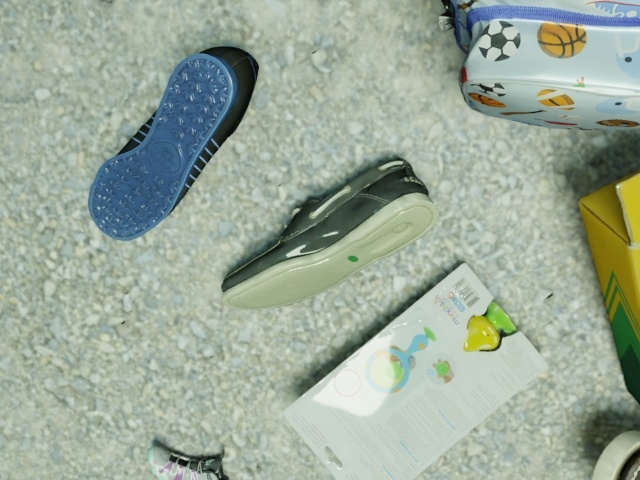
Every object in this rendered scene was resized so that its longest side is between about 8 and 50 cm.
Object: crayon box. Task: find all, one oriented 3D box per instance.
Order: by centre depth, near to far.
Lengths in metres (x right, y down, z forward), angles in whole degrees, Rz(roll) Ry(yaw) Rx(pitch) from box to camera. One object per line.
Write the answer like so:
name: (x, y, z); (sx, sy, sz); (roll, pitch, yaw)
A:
crayon box: (0.352, 0.018, 0.490); (0.202, 0.081, 0.318); (-26, 122, 6)

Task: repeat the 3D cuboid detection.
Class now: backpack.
backpack: (0.217, -0.187, 0.435); (0.276, 0.263, 0.213); (15, 107, 13)

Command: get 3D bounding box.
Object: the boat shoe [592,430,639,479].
boat shoe: (0.401, 0.288, 0.545); (0.324, 0.097, 0.116); (34, 84, -19)

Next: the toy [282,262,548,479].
toy: (0.095, 0.148, 0.593); (0.237, 0.056, 0.137); (-39, 91, 2)

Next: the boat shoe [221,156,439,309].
boat shoe: (0.000, 0.000, 0.577); (0.233, 0.084, 0.079); (-30, 58, 13)

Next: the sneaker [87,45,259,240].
sneaker: (-0.139, -0.091, 0.563); (0.081, 0.090, 0.232); (45, 119, -5)

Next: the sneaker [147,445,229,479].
sneaker: (-0.135, 0.246, 0.629); (0.069, 0.038, 0.098); (-39, 104, 6)
